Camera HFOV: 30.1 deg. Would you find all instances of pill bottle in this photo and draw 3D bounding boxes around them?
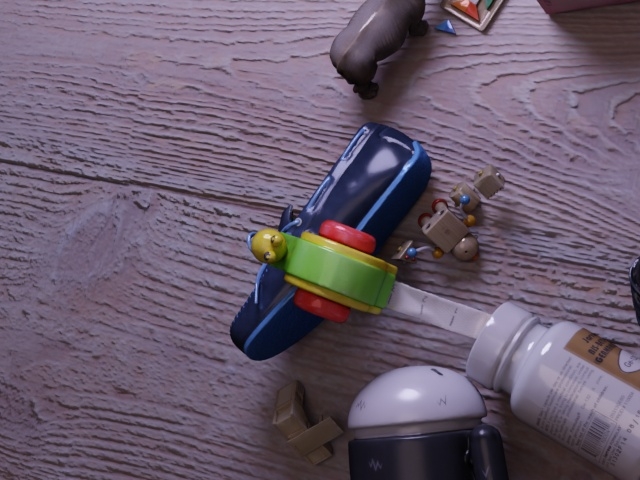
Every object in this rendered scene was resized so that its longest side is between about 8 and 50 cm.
[{"bbox_3d":[0.289,0.167,1.362,0.229,0.131,0.131,30,95,22],"label":"pill bottle"}]

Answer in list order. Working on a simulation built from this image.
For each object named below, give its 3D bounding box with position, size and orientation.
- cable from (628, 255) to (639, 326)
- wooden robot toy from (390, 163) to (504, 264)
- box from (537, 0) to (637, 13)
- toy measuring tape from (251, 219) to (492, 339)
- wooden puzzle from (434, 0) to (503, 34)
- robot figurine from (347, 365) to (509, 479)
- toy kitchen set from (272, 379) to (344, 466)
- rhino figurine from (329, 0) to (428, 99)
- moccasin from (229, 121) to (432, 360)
[{"bbox_3d":[0.412,0.080,1.337,0.184,0.047,0.150,-128,35,-46],"label":"cable"},{"bbox_3d":[0.172,-0.013,1.482,0.079,0.076,0.173,42,101,-15],"label":"wooden robot toy"},{"bbox_3d":[0.359,-0.358,1.390,0.232,0.148,0.127,-4,82,22],"label":"box"},{"bbox_3d":[0.075,0.059,1.393,0.330,0.121,0.121,21,92,-10],"label":"toy measuring tape"},{"bbox_3d":[0.198,-0.313,1.523,0.078,0.014,0.116,28,95,23],"label":"wooden puzzle"},{"bbox_3d":[0.123,0.286,1.396,0.209,0.173,0.278,-7,81,13],"label":"robot figurine"},{"bbox_3d":[-0.007,0.227,1.530,0.068,0.075,0.083,-32,113,19],"label":"toy kitchen set"},{"bbox_3d":[0.099,-0.296,1.510,0.073,0.106,0.243,40,99,21],"label":"rhino figurine"},{"bbox_3d":[0.000,0.000,1.518,0.117,0.138,0.342,40,85,26],"label":"moccasin"}]
